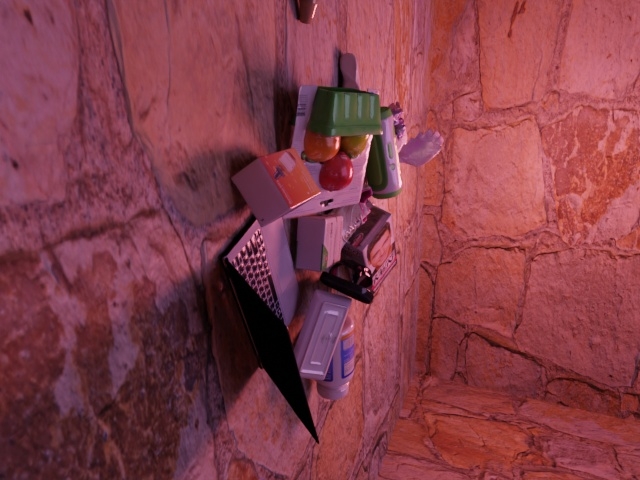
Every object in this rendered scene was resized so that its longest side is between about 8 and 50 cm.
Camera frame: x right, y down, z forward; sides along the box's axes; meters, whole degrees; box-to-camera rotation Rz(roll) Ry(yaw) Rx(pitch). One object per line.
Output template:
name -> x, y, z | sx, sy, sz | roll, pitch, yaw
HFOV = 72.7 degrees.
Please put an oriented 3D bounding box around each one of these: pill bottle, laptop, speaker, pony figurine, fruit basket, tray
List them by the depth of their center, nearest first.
laptop -> -0.063, 0.166, 1.030 | 0.408, 0.236, 0.382 | -59, 148, -46
fruit basket -> 0.028, -0.251, 1.221 | 0.327, 0.165, 0.353 | -16, 130, -42
tray -> 0.004, 0.288, 1.290 | 0.145, 0.030, 0.270 | 19, 91, -35
pill bottle -> 0.038, 0.387, 1.454 | 0.152, 0.152, 0.272 | -41, 134, -59
speaker -> 0.206, -0.298, 1.493 | 0.131, 0.131, 0.296 | -52, 136, -52
pony figurine -> 0.275, -0.381, 1.727 | 0.351, 0.303, 0.363 | -51, 161, 5

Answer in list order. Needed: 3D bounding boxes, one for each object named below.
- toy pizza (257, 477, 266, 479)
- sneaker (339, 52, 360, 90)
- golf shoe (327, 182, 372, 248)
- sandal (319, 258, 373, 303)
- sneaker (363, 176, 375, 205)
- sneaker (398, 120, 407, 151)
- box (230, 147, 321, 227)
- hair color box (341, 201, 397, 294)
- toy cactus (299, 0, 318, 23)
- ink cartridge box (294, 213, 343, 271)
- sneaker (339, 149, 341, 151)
toy pizza -> -0.191, 0.738, 1.151 | 0.201, 0.032, 0.201 | 6, 90, -69
sneaker -> 0.104, -0.513, 1.469 | 0.094, 0.080, 0.212 | -41, 134, -75
golf shoe -> 0.089, -0.069, 1.466 | 0.115, 0.140, 0.306 | 43, 58, -65
sandal -> 0.090, 0.120, 1.396 | 0.446, 0.168, 0.107 | 87, 29, -85
sneaker -> 0.146, -0.175, 1.622 | 0.163, 0.086, 0.226 | -16, 121, -55
sneaker -> 0.318, -0.442, 1.971 | 0.129, 0.111, 0.297 | 47, 52, -55
box -> -0.095, -0.125, 0.988 | 0.130, 0.091, 0.170 | 58, 29, -5
hair color box -> 0.192, 0.043, 1.678 | 0.185, 0.114, 0.374 | -51, 151, -17
toy cactus -> -0.033, -0.643, 1.085 | 0.219, 0.112, 0.180 | -61, 168, -48
ink cartridge box -> 0.000, 0.000, 1.310 | 0.208, 0.087, 0.153 | -16, 111, -73
sneaker -> 0.063, -0.354, 1.390 | 0.222, 0.083, 0.118 | 42, 58, -62
